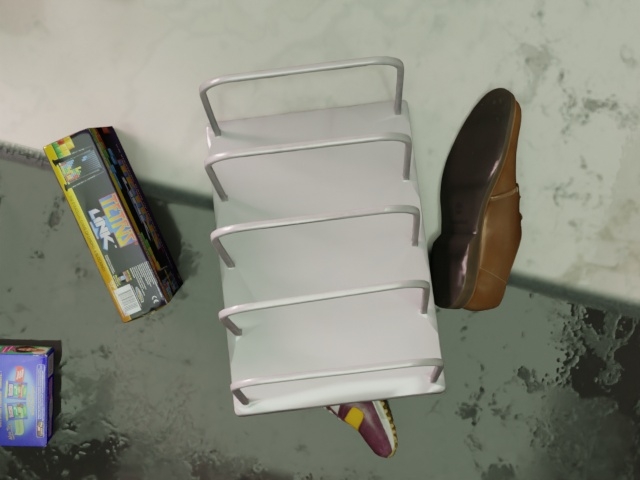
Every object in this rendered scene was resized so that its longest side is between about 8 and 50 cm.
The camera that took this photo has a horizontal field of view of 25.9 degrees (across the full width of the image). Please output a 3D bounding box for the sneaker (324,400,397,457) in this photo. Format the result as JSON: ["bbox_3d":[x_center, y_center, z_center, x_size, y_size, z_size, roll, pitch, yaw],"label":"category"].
[{"bbox_3d":[0.003,0.135,1.323,0.084,0.069,0.185,-30,87,0],"label":"sneaker"}]

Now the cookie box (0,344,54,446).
[{"bbox_3d":[-0.312,0.148,1.332,0.107,0.040,0.092,2,96,-1],"label":"cookie box"}]

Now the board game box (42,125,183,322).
[{"bbox_3d":[-0.184,-0.019,1.265,0.048,0.141,0.170,-23,96,3],"label":"board game box"}]

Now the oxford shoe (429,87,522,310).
[{"bbox_3d":[0.160,-0.037,1.315,0.076,0.076,0.212,10,94,-32],"label":"oxford shoe"}]

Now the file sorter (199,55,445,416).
[{"bbox_3d":[0.000,0.000,1.218,0.193,0.173,0.278,-7,79,1],"label":"file sorter"}]
